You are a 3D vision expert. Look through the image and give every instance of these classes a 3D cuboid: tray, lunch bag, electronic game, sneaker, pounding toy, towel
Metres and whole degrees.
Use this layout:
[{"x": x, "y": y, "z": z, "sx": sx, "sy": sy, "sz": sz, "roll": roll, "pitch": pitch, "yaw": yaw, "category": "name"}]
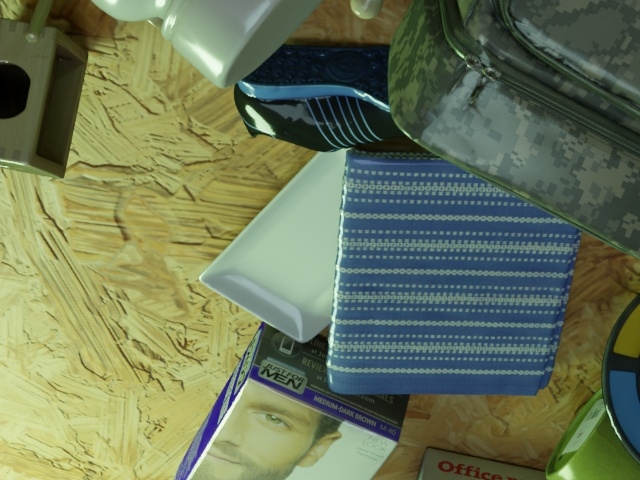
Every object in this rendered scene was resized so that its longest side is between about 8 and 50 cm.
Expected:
[{"x": 0.000, "y": 0.000, "z": 1.516, "sx": 0.145, "sy": 0.030, "sz": 0.270, "roll": 32, "pitch": 133, "yaw": -16, "category": "tray"}, {"x": 0.230, "y": -0.164, "z": 1.185, "sx": 0.305, "sy": 0.212, "sz": 0.256, "roll": 28, "pitch": 117, "yaw": -12, "category": "lunch bag"}, {"x": 0.390, "y": 0.136, "z": 1.431, "sx": 0.229, "sy": 0.229, "sz": 0.048, "roll": 7, "pitch": 173, "yaw": 9, "category": "electronic game"}, {"x": 0.034, "y": -0.125, "z": 1.360, "sx": 0.232, "sy": 0.081, "sz": 0.090, "roll": 9, "pitch": 143, "yaw": 12, "category": "sneaker"}, {"x": -0.280, "y": -0.172, "z": 1.338, "sx": 0.094, "sy": 0.206, "sz": 0.181, "roll": 11, "pitch": 178, "yaw": 5, "category": "pounding toy"}, {"x": 0.133, "y": 0.038, "z": 1.477, "sx": 0.243, "sy": 0.040, "sz": 0.336, "roll": 0, "pitch": 133, "yaw": -5, "category": "towel"}]

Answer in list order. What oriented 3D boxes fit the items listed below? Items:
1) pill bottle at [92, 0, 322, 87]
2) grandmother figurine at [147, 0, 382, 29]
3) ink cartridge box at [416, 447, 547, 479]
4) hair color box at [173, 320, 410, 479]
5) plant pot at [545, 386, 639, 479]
[{"x": -0.148, "y": -0.294, "z": 1.084, "sx": 0.361, "sy": 0.204, "sz": 0.204, "roll": 43, "pitch": 132, "yaw": 2, "category": "pill bottle"}, {"x": -0.007, "y": -0.277, "z": 1.211, "sx": 0.342, "sy": 0.104, "sz": 0.208, "roll": -31, "pitch": 129, "yaw": 32, "category": "grandmother figurine"}, {"x": 0.189, "y": 0.387, "z": 1.662, "sx": 0.201, "sy": 0.278, "sz": 0.117, "roll": 11, "pitch": 132, "yaw": 5, "category": "ink cartridge box"}, {"x": -0.048, "y": 0.253, "z": 1.718, "sx": 0.185, "sy": 0.110, "sz": 0.339, "roll": 24, "pitch": 133, "yaw": -6, "category": "hair color box"}, {"x": 0.395, "y": 0.279, "z": 1.543, "sx": 0.293, "sy": 0.275, "sz": 0.275, "roll": 36, "pitch": 134, "yaw": 3, "category": "plant pot"}]
